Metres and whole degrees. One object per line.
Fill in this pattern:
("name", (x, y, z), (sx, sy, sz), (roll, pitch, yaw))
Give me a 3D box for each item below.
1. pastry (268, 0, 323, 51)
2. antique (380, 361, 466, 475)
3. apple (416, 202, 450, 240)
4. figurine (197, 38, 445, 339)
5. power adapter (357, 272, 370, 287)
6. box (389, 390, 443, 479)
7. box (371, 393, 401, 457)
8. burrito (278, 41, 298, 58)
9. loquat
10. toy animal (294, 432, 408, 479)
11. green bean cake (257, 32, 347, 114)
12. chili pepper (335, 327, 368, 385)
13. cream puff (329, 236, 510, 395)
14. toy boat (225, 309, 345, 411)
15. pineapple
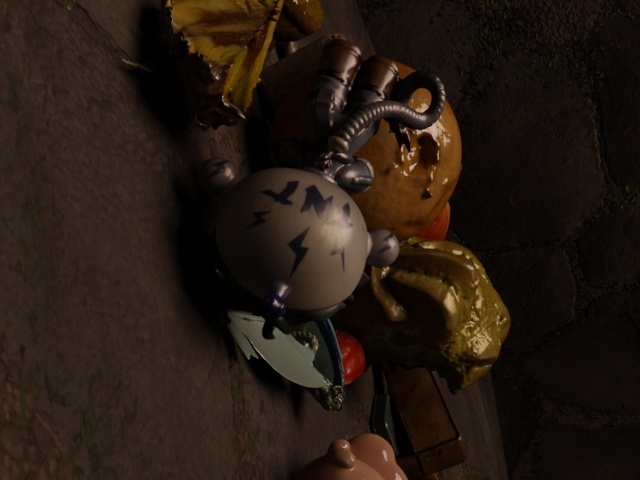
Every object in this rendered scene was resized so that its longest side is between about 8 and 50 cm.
("pastry", (-0.089, -0.480, 1.652), (0.240, 0.132, 0.235), (12, 63, -76))
("antique", (0.190, 0.307, 1.765), (0.310, 0.093, 0.087), (-110, 180, -45))
("apple", (0.162, -0.027, 1.831), (0.163, 0.251, 0.293), (66, 12, 13))
("figurine", (-0.017, -0.061, 1.100), (0.186, 0.261, 0.382), (94, 15, -64))
("power adapter", (0.000, 0.000, 1.309), (0.205, 0.125, 0.130), (35, 24, -41))
("box", (0.202, 0.399, 1.864), (0.240, 0.071, 0.159), (-88, 154, -51))
("box", (0.127, 0.356, 1.699), (0.126, 0.031, 0.091), (-67, 138, -71))
("burrito", (-0.055, -0.353, 1.824), (0.051, 0.042, 0.171), (0, 75, -86))
("loquat", (0.072, -0.147, 1.479), (0.328, 0.328, 0.328), (-17, 90, -76))
("toy animal", (0.050, 0.348, 1.161), (0.198, 0.171, 0.171), (26, 49, -67))
("green bean cake", (-0.015, -0.289, 1.604), (0.085, 0.179, 0.109), (66, 12, 25))
("chili pepper", (0.018, 0.202, 1.414), (0.088, 0.065, 0.169), (59, 20, 1))
("cream puff", (0.180, 0.093, 1.568), (0.274, 0.323, 0.270), (-70, 166, -45))
("toy boat", (-0.045, 0.134, 1.219), (0.220, 0.067, 0.291), (66, 14, 19))
("pineapple", (-0.155, -0.237, 1.173), (0.334, 0.158, 0.161), (-82, -170, -51))
